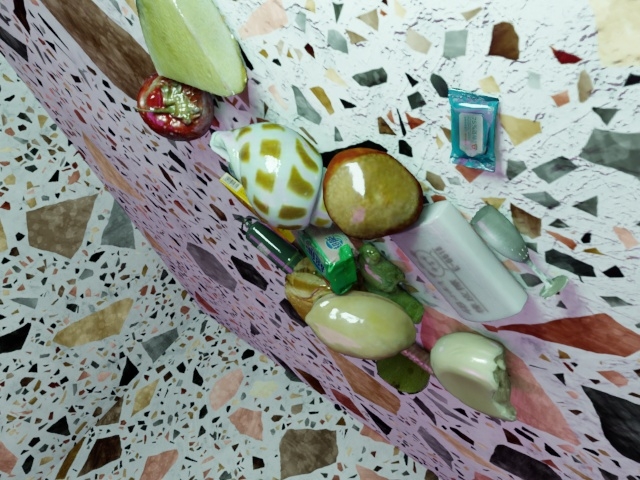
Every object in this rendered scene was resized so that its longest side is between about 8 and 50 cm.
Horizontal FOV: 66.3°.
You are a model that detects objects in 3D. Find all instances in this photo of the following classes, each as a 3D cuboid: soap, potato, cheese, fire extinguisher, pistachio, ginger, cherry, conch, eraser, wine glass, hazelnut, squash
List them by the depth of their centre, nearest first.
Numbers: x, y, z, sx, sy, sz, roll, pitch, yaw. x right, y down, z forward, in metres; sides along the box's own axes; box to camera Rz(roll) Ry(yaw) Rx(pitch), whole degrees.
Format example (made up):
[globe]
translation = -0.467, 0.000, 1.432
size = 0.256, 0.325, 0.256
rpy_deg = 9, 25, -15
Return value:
[wine glass]
translation = 0.362, 0.018, 0.902
size = 0.198, 0.066, 0.066
rpy_deg = 45, 156, -4
[hazelnut]
translation = 0.097, -0.084, 0.990
size = 0.209, 0.186, 0.210
rpy_deg = 18, 146, 12
[potato]
translation = -0.270, -0.455, 1.016
size = 0.269, 0.112, 0.255
rpy_deg = 23, 147, 30
[eraser]
translation = 0.287, 0.050, 1.036
size = 0.270, 0.095, 0.174
rpy_deg = 46, 153, -12
[conch]
translation = -0.079, -0.143, 1.148
size = 0.368, 0.197, 0.249
rpy_deg = 52, -173, -16
[cherry]
translation = -0.378, -0.343, 1.288
size = 0.249, 0.191, 0.175
rpy_deg = 145, 116, -76
[soap]
translation = 0.002, -0.001, 1.295
size = 0.273, 0.098, 0.218
rpy_deg = 55, 170, 32
[pistachio]
translation = 0.109, 0.227, 1.308
size = 0.292, 0.162, 0.182
rpy_deg = 15, 107, 15
[cheese]
translation = 0.424, 0.361, 1.311
size = 0.233, 0.127, 0.266
rpy_deg = 16, 146, 46
[ginger]
translation = 0.183, 0.121, 1.329
size = 0.137, 0.089, 0.290
rpy_deg = -10, 123, 35
[squash]
translation = 0.287, 0.427, 1.665
size = 0.191, 0.184, 0.085
rpy_deg = 31, 115, 19
[fire extinguisher]
translation = -0.177, 0.002, 1.678
size = 0.294, 0.093, 0.118
rpy_deg = 41, 141, 4

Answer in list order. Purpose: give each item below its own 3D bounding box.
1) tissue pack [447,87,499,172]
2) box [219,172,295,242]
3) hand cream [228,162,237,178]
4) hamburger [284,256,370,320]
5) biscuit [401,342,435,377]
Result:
[tissue pack]
translation = 0.246, -0.178, 0.793
size = 0.085, 0.028, 0.138
rpy_deg = 21, 144, 33
[box]
translation = -0.190, -0.100, 1.488
size = 0.269, 0.043, 0.152
rpy_deg = 38, 173, 39
[hand cream]
translation = -0.222, -0.226, 1.414
size = 0.095, 0.046, 0.175
rpy_deg = 43, 152, -6
[hamburger]
translation = 0.037, 0.187, 1.548
size = 0.304, 0.174, 0.284
rpy_deg = 13, 140, 49
[biscuit]
translation = 0.299, 0.362, 1.587
size = 0.219, 0.061, 0.055
rpy_deg = 32, 154, 21
